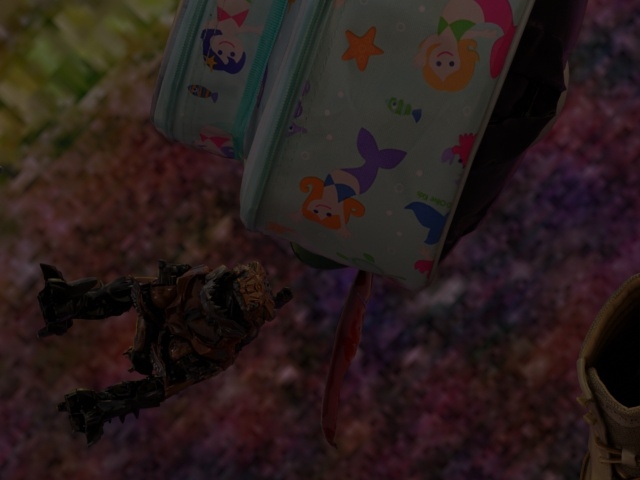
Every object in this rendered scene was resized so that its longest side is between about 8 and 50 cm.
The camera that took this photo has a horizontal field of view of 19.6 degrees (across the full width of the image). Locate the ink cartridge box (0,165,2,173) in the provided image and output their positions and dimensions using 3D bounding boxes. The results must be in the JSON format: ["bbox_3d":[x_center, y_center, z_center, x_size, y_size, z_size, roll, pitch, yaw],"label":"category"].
[{"bbox_3d":[-0.402,0.038,1.396,0.197,0.198,0.270,16,-91,-66],"label":"ink cartridge box"}]

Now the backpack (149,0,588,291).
[{"bbox_3d":[0.031,-0.098,0.863,0.253,0.191,0.225,-80,10,-76],"label":"backpack"}]

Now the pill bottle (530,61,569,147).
[{"bbox_3d":[0.102,-0.179,1.829,0.162,0.278,0.162,-21,63,49],"label":"pill bottle"}]

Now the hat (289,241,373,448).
[{"bbox_3d":[0.000,0.000,1.443,0.183,0.173,0.208,-55,10,37],"label":"hat"}]

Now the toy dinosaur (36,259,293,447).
[{"bbox_3d":[-0.141,0.096,1.744,0.218,0.164,0.322,-14,-29,-21],"label":"toy dinosaur"}]

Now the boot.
[{"bbox_3d":[0.234,0.174,1.398,0.095,0.203,0.262,11,68,19],"label":"boot"}]
